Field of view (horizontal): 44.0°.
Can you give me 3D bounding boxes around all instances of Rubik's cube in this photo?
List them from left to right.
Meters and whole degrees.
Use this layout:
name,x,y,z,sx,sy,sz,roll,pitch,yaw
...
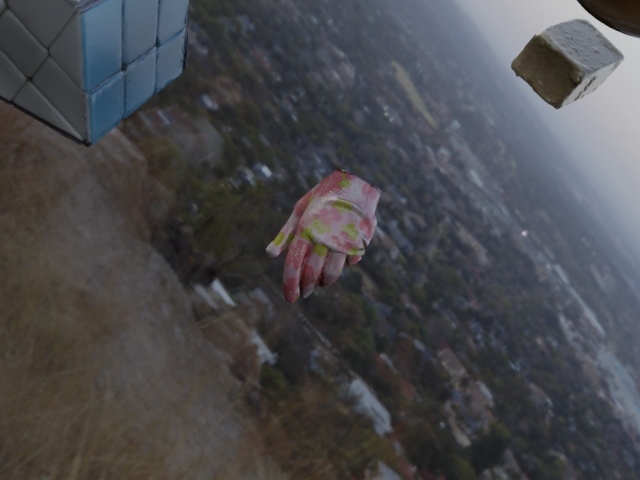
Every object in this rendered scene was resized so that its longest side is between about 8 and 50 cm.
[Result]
name,x,y,z,sx,sy,sz,roll,pitch,yaw
Rubik's cube,-0.326,-0.305,1.054,0.221,0.231,0.224,29,49,11

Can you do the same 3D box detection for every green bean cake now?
name,x,y,z,sx,sy,sz,roll,pitch,yaw
green bean cake,0.399,-0.287,1.273,0.109,0.085,0.179,47,43,14

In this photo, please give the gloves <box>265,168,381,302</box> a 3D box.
name,x,y,z,sx,sy,sz,roll,pitch,yaw
gloves,0.003,0.001,1.358,0.145,0.241,0.126,28,-3,-14

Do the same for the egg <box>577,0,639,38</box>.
name,x,y,z,sx,sy,sz,roll,pitch,yaw
egg,0.395,-0.370,0.871,0.282,0.282,0.351,59,13,19
